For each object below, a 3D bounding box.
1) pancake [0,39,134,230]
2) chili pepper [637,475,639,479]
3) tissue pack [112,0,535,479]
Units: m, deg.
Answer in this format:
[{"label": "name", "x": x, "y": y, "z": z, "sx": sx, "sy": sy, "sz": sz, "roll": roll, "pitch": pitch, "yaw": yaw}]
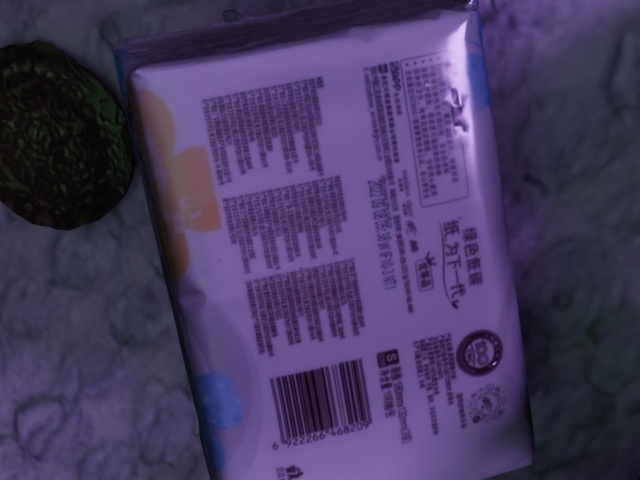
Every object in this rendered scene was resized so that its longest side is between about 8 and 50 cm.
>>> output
[{"label": "pancake", "x": -0.154, "y": -0.058, "z": 0.789, "sx": 0.114, "sy": 0.011, "sz": 0.115, "roll": 9, "pitch": 115, "yaw": 20}, {"label": "chili pepper", "x": 0.150, "y": 0.151, "z": 0.663, "sx": 0.264, "sy": 0.148, "sz": 0.116, "roll": -44, "pitch": 47, "yaw": 27}, {"label": "tissue pack", "x": 0.000, "y": 0.000, "z": 0.691, "sx": 0.159, "sy": 0.145, "sz": 0.229, "roll": -13, "pitch": 110, "yaw": -7}]
